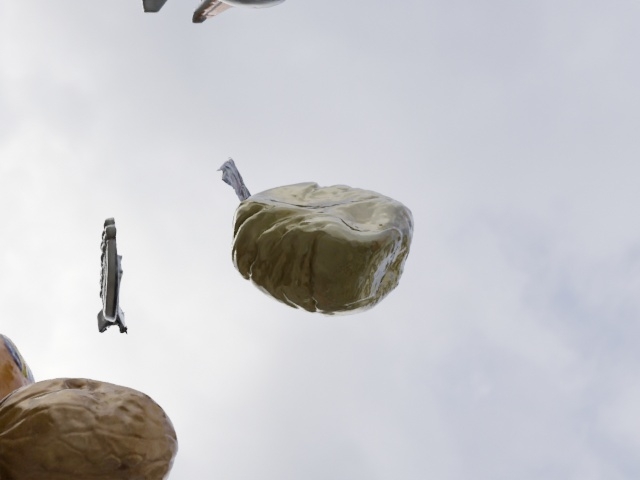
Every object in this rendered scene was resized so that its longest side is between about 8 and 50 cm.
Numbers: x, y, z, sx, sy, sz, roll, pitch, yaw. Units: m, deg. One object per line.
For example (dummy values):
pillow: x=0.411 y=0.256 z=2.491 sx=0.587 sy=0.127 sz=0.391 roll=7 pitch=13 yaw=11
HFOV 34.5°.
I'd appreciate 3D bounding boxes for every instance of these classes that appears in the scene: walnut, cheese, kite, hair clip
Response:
walnut: x=-0.224 y=0.194 z=0.940 sx=0.144 sy=0.180 sz=0.144 roll=-24 pitch=-118 yaw=55
cheese: x=0.000 y=0.000 z=1.269 sx=0.214 sy=0.226 sz=0.117 roll=17 pitch=-64 yaw=19
kite: x=-0.099 y=-0.048 z=1.467 sx=0.009 sy=0.232 sz=0.189 roll=-26 pitch=-127 yaw=6
hair clip: x=-0.355 y=0.079 z=1.770 sx=0.220 sy=0.054 sz=0.140 roll=105 pitch=-20 yaw=-47

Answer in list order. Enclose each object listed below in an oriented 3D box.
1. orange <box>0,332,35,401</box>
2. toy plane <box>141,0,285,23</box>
orange: x=-0.411 y=0.188 z=1.105 sx=0.219 sy=0.219 sz=0.193 roll=-50 pitch=-121 yaw=38
toy plane: x=-0.127 y=-0.353 z=1.351 sx=0.245 sy=0.245 sz=0.117 roll=-23 pitch=-108 yaw=41
